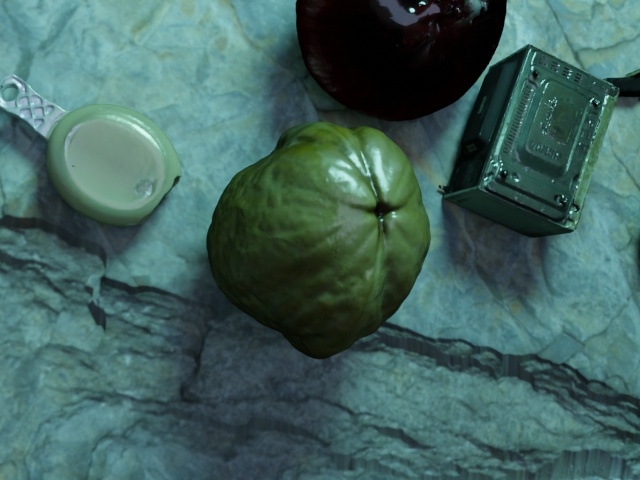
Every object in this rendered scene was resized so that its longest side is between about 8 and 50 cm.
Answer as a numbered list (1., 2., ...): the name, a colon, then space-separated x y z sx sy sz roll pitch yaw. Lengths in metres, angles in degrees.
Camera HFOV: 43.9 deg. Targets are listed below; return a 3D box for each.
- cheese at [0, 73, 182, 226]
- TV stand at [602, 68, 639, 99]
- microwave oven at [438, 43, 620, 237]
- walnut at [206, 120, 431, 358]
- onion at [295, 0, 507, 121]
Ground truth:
1. cheese: -0.275 -0.112 0.922 0.227 0.064 0.137 35 77 -9
2. TV stand: 0.509 -0.225 1.149 0.249 0.036 0.042 -3 89 -15
3. microwave oven: 0.276 -0.125 1.035 0.163 0.129 0.205 22 81 -14
4. walnut: 0.000 0.000 0.881 0.227 0.283 0.282 -5 88 -27
5. onion: 0.116 -0.269 0.933 0.273 0.285 0.273 -8 107 -28
